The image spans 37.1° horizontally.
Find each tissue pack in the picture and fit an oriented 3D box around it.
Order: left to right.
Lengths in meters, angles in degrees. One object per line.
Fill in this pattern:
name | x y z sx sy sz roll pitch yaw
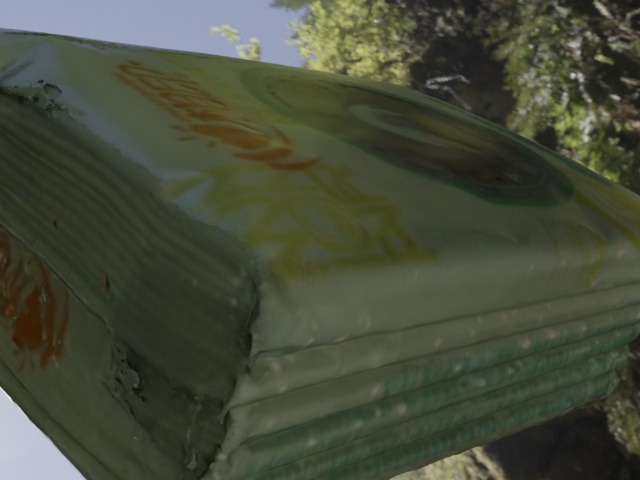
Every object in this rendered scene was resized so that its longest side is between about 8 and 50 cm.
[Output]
tissue pack | 0.000 0.000 0.553 0.388 0.287 0.162 -4 -61 -47
